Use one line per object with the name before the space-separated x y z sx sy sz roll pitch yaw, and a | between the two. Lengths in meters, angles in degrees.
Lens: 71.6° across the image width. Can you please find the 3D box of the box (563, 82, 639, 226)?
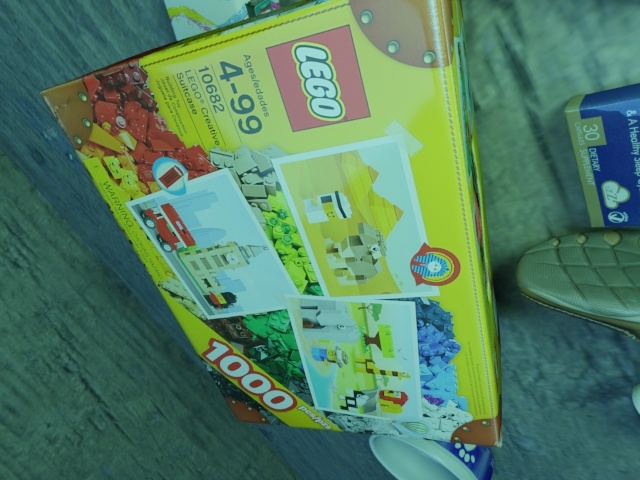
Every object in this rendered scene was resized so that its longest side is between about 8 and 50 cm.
box | 0.339 -0.077 0.365 0.225 0.036 0.136 -2 126 45

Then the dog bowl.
dog bowl | 0.249 0.485 1.009 0.265 0.104 0.264 27 143 22

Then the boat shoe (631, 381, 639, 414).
boat shoe | 0.484 0.219 0.510 0.220 0.077 0.070 26 144 11

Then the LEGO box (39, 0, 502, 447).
LEGO box | 0.000 0.000 0.533 0.373 0.193 0.499 -5 123 24

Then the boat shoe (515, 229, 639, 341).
boat shoe | 0.361 0.073 0.434 0.325 0.123 0.116 11 137 41

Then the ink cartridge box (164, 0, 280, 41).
ink cartridge box | -0.125 -0.298 0.556 0.134 0.078 0.231 20 139 30
